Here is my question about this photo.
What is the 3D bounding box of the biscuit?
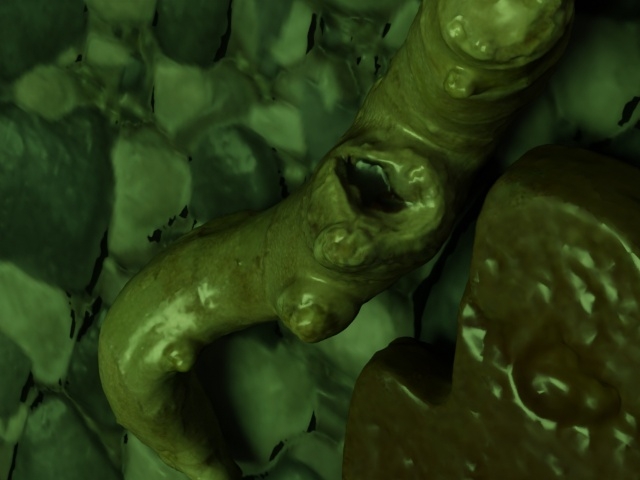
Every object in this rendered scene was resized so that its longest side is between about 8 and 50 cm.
[{"bbox_3d":[0.079,0.123,0.630,0.301,0.043,0.278,-30,83,41],"label":"biscuit"}]

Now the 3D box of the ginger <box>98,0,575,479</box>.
[{"bbox_3d":[0.000,0.000,0.638,0.075,0.089,0.288,30,134,-13],"label":"ginger"}]
